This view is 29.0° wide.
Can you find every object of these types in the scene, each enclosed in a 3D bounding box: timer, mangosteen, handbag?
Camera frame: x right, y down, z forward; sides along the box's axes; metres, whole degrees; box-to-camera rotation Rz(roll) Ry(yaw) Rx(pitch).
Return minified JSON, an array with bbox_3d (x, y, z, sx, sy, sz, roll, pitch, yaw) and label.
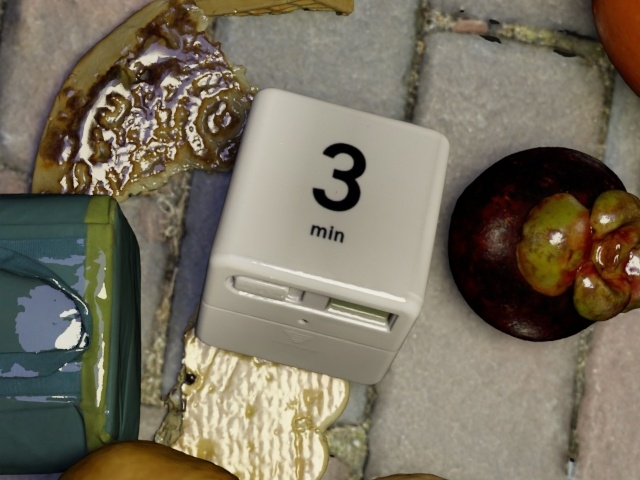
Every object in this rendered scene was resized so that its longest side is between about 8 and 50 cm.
[{"bbox_3d":[0.000,0.000,1.178,0.192,0.194,0.195,14,60,-3],"label":"timer"},{"bbox_3d":[0.226,0.005,1.219,0.210,0.210,0.209,1,83,-5],"label":"mangosteen"},{"bbox_3d":[-0.295,0.086,1.157,0.241,0.222,0.263,1,82,0],"label":"handbag"}]

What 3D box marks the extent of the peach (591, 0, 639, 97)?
[{"bbox_3d":[0.422,-0.269,1.190,0.370,0.370,0.370,1,83,-5],"label":"peach"}]

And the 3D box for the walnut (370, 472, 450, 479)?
[{"bbox_3d":[0.083,0.364,1.138,0.277,0.252,0.313,36,74,11],"label":"walnut"}]

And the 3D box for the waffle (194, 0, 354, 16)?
[{"bbox_3d":[-0.051,-0.249,1.319,0.153,0.097,0.023,-5,84,27],"label":"waffle"}]

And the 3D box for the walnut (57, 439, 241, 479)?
[{"bbox_3d":[-0.141,0.285,1.097,0.203,0.298,0.203,-4,63,8],"label":"walnut"}]

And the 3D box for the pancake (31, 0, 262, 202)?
[{"bbox_3d":[-0.154,-0.117,1.287,0.244,0.057,0.266,20,86,-11],"label":"pancake"}]

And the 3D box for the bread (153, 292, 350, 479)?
[{"bbox_3d":[-0.069,0.170,1.254,0.182,0.039,0.250,17,82,-3],"label":"bread"}]
